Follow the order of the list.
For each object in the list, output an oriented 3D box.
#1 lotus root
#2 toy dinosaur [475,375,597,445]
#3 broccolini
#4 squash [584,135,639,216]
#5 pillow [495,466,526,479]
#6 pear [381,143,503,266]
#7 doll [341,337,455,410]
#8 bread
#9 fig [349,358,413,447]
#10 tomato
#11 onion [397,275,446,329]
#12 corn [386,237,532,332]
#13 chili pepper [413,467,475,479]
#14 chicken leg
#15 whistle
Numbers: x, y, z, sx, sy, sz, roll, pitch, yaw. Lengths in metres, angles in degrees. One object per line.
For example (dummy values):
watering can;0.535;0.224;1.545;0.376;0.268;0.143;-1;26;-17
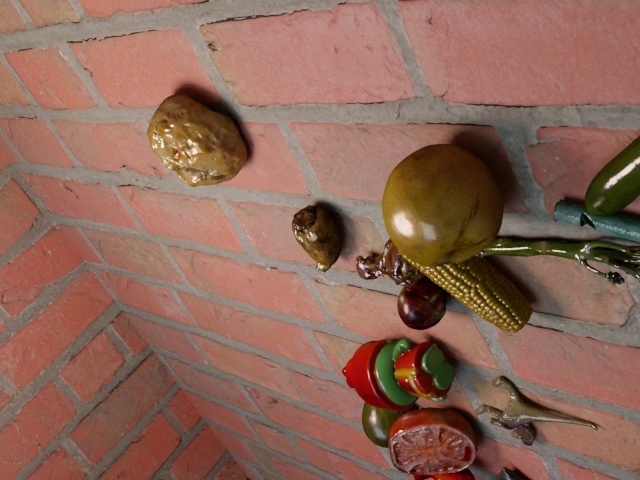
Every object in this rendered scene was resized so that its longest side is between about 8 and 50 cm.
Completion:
lotus root;0.000;0.000;1.866;0.108;0.094;0.191;50;172;42
toy dinosaur;0.462;0.385;1.845;0.199;0.072;0.251;33;140;-2
broccolini;0.415;0.041;1.394;0.392;0.074;0.079;2;125;49
squash;0.444;-0.099;1.176;0.069;0.069;0.258;40;152;6
pillow;0.520;0.731;2.194;0.228;0.101;0.326;34;153;15
pear;0.202;-0.063;1.404;0.208;0.209;0.209;31;150;21
doll;0.164;0.328;2.025;0.183;0.160;0.363;51;151;-16
bread;-0.286;-0.219;1.879;0.244;0.134;0.244;34;154;19
fig;0.168;0.432;2.248;0.151;0.151;0.259;-16;90;58
tomato;0.283;0.508;2.130;0.236;0.095;0.237;3;129;4
onion;0.211;0.135;1.760;0.118;0.119;0.117;16;146;41
corn;0.270;0.062;1.582;0.305;0.106;0.106;41;152;2
chili pepper;0.345;0.649;2.290;0.368;0.091;0.137;-177;68;-74
chicken leg;0.148;0.047;1.752;0.251;0.087;0.107;165;96;-65
whistle;0.457;-0.025;1.293;0.186;0.039;0.039;19;144;36
